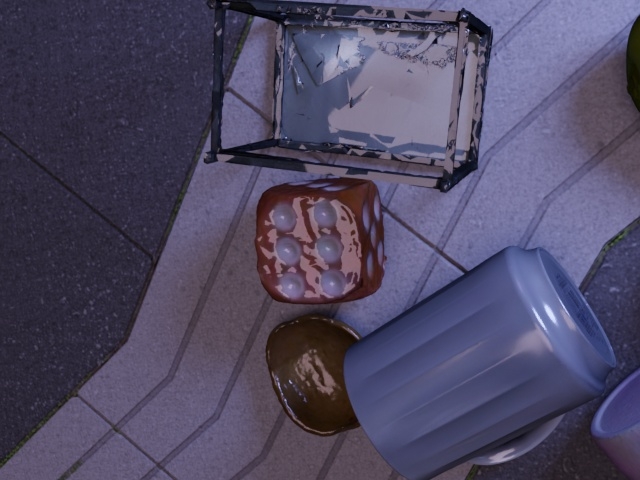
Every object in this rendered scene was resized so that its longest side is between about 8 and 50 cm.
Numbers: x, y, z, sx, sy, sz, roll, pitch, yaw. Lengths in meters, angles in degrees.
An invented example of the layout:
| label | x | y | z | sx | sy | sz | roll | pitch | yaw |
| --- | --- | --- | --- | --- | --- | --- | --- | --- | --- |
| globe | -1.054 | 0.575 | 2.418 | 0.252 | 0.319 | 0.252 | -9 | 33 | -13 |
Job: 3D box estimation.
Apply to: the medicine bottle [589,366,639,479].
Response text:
| label | x | y | z | sx | sy | sz | roll | pitch | yaw |
| --- | --- | --- | --- | --- | --- | --- | --- | --- | --- |
| medicine bottle | 0.573 | 0.348 | 1.054 | 0.388 | 0.219 | 0.219 | 46 | 110 | 3 |

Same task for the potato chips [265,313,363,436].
| label | x | y | z | sx | sy | sz | roll | pitch | yaw |
| --- | --- | --- | --- | --- | --- | --- | --- | --- | --- |
| potato chips | 0.004 | 0.218 | 1.295 | 0.208 | 0.062 | 0.195 | 28 | 103 | 12 |

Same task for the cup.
| label | x | y | z | sx | sy | sz | roll | pitch | yaw |
| --- | --- | --- | --- | --- | --- | --- | --- | --- | --- |
| cup | 0.255 | 0.201 | 1.138 | 0.327 | 0.237 | 0.323 | -34 | 119 | 21 |

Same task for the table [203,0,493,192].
| label | x | y | z | sx | sy | sz | roll | pitch | yaw |
| --- | --- | --- | --- | --- | --- | --- | --- | --- | --- |
| table | 0.048 | -0.209 | 1.080 | 0.335 | 0.272 | 0.222 | 8 | 104 | 16 |

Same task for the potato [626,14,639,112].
| label | x | y | z | sx | sy | sz | roll | pitch | yaw |
| --- | --- | --- | --- | --- | --- | --- | --- | --- | --- |
| potato | 0.498 | -0.203 | 0.992 | 0.186 | 0.148 | 0.253 | -11 | 124 | 52 |

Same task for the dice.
| label | x | y | z | sx | sy | sz | roll | pitch | yaw |
| --- | --- | --- | --- | --- | --- | --- | --- | --- | --- |
| dice | 0.000 | 0.000 | 1.190 | 0.174 | 0.179 | 0.175 | -1 | 103 | 18 |
